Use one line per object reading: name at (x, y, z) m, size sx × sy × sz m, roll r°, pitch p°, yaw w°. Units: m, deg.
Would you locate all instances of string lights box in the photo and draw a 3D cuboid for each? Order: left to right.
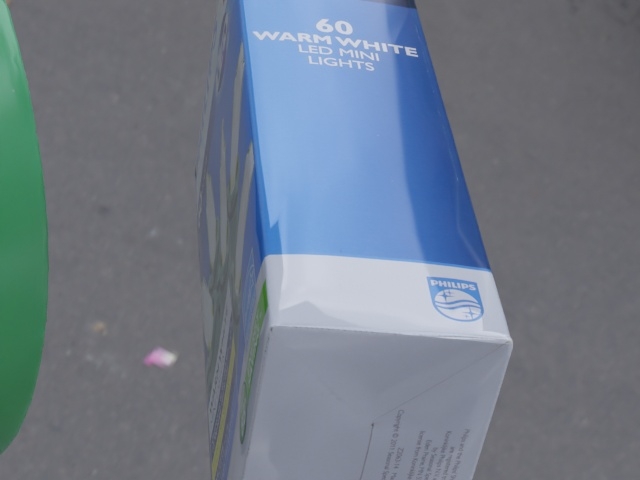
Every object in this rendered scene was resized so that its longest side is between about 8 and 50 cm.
string lights box at (0.000, 0.000, 0.582) m, size 0.076 × 0.133 × 0.260 m, roll 4°, pitch 36°, yaw -10°

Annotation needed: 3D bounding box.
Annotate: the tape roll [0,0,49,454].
tape roll at (-0.234, -0.037, 0.752) m, size 0.077 × 0.321 × 0.321 m, roll -13°, pitch 56°, yaw -33°
